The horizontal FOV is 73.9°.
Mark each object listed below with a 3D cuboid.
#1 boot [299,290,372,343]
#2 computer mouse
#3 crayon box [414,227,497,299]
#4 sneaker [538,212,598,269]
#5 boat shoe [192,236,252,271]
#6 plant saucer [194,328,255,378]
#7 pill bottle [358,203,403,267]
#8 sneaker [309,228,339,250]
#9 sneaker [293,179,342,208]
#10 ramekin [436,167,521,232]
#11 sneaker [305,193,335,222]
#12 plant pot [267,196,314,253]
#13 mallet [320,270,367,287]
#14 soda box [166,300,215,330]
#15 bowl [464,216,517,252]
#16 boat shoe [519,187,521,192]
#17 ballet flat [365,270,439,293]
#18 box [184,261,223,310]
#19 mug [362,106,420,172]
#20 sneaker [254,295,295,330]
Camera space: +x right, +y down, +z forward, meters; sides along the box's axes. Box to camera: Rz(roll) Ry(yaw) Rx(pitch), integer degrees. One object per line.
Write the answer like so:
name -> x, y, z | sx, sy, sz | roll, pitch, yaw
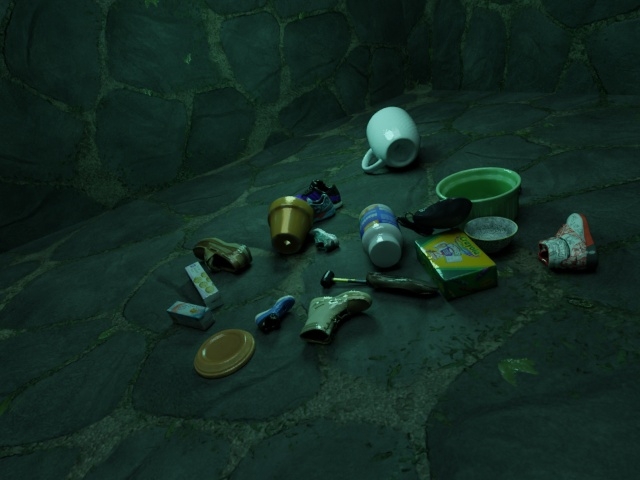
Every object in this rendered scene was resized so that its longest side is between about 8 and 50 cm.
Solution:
boot -> 0.049, 0.236, 1.301 | 0.213, 0.077, 0.165 | -11, 27, 21
computer mouse -> 0.415, -0.070, 1.502 | 0.272, 0.188, 0.072 | -29, 49, 51
crayon box -> 0.434, 0.068, 1.393 | 0.165, 0.081, 0.278 | -16, 27, 0
sneaker -> 0.761, -0.005, 1.339 | 0.144, 0.090, 0.270 | -2, 33, 21
boat shoe -> -0.447, 0.067, 1.842 | 0.324, 0.123, 0.120 | 4, 37, 35
plant saucer -> -0.304, 0.345, 1.336 | 0.199, 0.037, 0.200 | -13, 27, 7
pill bottle -> 0.225, -0.017, 1.589 | 0.152, 0.152, 0.272 | -13, 27, 7
sneaker -> 0.000, 0.000, 1.784 | 0.076, 0.065, 0.166 | -37, 32, -27
sneaker -> -0.030, -0.239, 2.146 | 0.293, 0.146, 0.102 | 2, 32, 30
ramekin -> 0.608, -0.153, 1.634 | 0.303, 0.148, 0.303 | -13, 27, 7
sneaker -> -0.064, -0.142, 2.008 | 0.261, 0.125, 0.104 | -25, 28, -16
plant pot -> -0.136, -0.051, 1.829 | 0.205, 0.205, 0.188 | -9, 44, 15
mallet -> 0.095, 0.136, 1.510 | 0.189, 0.039, 0.062 | -2, 34, 18
soda box -> -0.469, 0.271, 1.535 | 0.183, 0.063, 0.058 | 4, 34, 34
bowl -> 0.580, -0.010, 1.454 | 0.170, 0.080, 0.170 | -10, 28, 5
boat shoe -> 0.742, -0.224, 1.781 | 0.183, 0.065, 0.083 | -6, 28, 18
ballet flat -> 0.260, 0.146, 1.384 | 0.249, 0.058, 0.084 | 9, 1, 31
box -> -0.472, 0.178, 1.708 | 0.067, 0.063, 0.324 | -26, 29, -19
mug -> 0.379, -0.521, 2.363 | 0.374, 0.276, 0.328 | -40, 28, 22
sneaker -> -0.139, 0.244, 1.404 | 0.152, 0.058, 0.084 | -29, 24, -14
